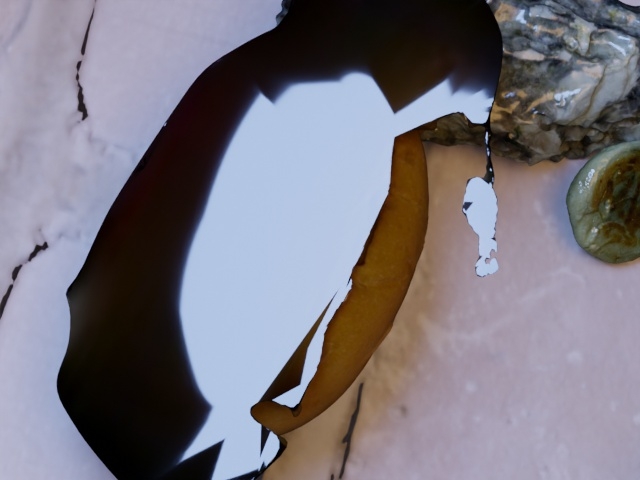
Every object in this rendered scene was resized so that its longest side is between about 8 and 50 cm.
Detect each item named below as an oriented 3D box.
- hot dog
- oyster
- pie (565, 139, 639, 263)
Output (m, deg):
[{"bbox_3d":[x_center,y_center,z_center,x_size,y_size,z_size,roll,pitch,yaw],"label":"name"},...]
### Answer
[{"bbox_3d":[-0.006,-0.002,1.092,0.194,0.107,0.326,44,87,14],"label":"hot dog"},{"bbox_3d":[0.107,-0.107,1.185,0.252,0.087,0.199,37,68,-1],"label":"oyster"},{"bbox_3d":[0.185,-0.024,1.210,0.085,0.017,0.085,-12,115,-28],"label":"pie"}]
